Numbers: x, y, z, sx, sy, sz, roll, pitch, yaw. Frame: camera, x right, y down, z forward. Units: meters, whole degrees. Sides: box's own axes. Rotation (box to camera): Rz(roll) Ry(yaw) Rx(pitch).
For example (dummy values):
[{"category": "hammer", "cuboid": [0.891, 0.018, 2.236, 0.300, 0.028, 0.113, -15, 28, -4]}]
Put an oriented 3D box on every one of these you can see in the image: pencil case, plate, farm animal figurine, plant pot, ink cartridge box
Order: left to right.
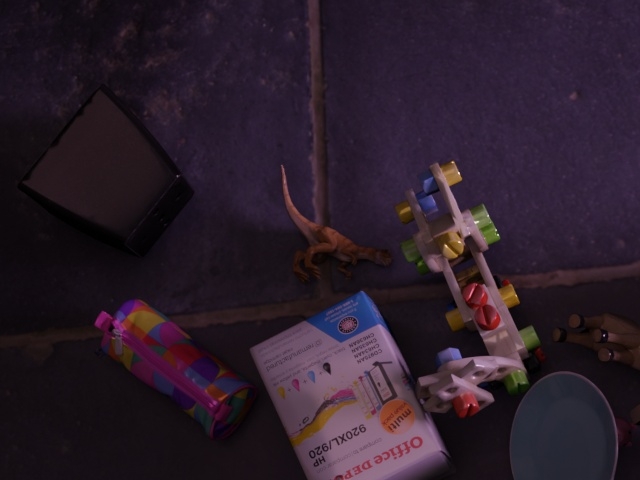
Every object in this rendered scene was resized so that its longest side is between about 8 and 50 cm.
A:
[{"category": "plant pot", "cuboid": [-0.289, -0.082, 1.920, 0.167, 0.188, 0.187, 37, 84, 10]}, {"category": "pencil case", "cuboid": [-0.201, 0.175, 1.850, 0.236, 0.104, 0.104, 32, 83, 21]}, {"category": "ink cartridge box", "cuboid": [0.046, 0.220, 1.732, 0.171, 0.168, 0.232, -27, 68, 4]}, {"category": "plate", "cuboid": [0.302, 0.255, 1.645, 0.188, 0.024, 0.188, -19, 66, 53]}, {"category": "farm animal figurine", "cuboid": [0.442, 0.220, 1.622, 0.327, 0.172, 0.330, -30, 59, 50]}]

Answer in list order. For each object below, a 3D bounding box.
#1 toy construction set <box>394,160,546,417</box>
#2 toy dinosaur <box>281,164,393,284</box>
[{"category": "toy construction set", "cuboid": [0.191, 0.080, 1.709, 0.151, 0.215, 0.327, -12, 58, 14]}, {"category": "toy dinosaur", "cuboid": [0.000, 0.000, 1.885, 0.211, 0.064, 0.112, 31, 64, 12]}]
